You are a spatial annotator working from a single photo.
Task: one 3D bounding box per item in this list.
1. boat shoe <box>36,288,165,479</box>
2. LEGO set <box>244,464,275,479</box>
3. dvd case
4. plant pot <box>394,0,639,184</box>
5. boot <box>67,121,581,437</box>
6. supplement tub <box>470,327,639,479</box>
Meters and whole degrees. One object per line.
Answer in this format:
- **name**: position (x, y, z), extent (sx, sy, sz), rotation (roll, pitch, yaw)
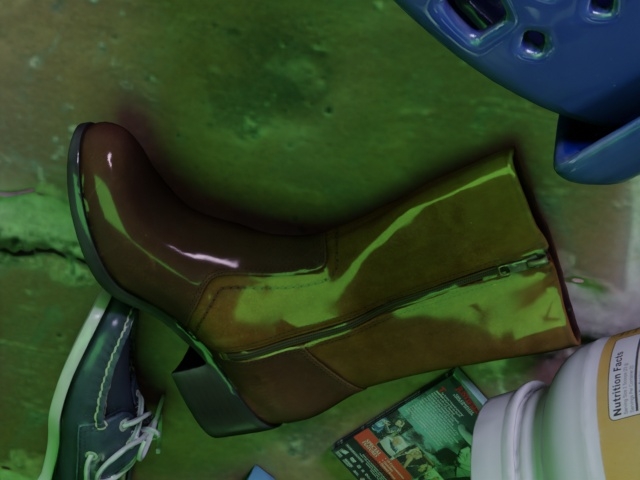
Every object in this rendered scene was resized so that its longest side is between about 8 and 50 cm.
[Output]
- **boat shoe**: position (-0.156, 0.142, 1.290), extent (0.079, 0.095, 0.255), rotation (22, 122, 6)
- **LEGO set**: position (-0.074, 0.255, 1.327), extent (0.087, 0.093, 0.227), rotation (38, 121, -5)
- **dvd case**: position (0.078, 0.150, 1.274), extent (0.119, 0.013, 0.087), rotation (-36, 103, 30)
- **plant pot**: position (0.175, -0.181, 0.950), extent (0.236, 0.236, 0.212), rotation (-30, 111, 27)
- **boot**: position (0.000, 0.000, 1.171), extent (0.280, 0.096, 0.264), rotation (-18, 110, 23)
- **supplement tub**: position (0.273, 0.149, 1.093), extent (0.316, 0.228, 0.228), rotation (-18, 111, 24)
